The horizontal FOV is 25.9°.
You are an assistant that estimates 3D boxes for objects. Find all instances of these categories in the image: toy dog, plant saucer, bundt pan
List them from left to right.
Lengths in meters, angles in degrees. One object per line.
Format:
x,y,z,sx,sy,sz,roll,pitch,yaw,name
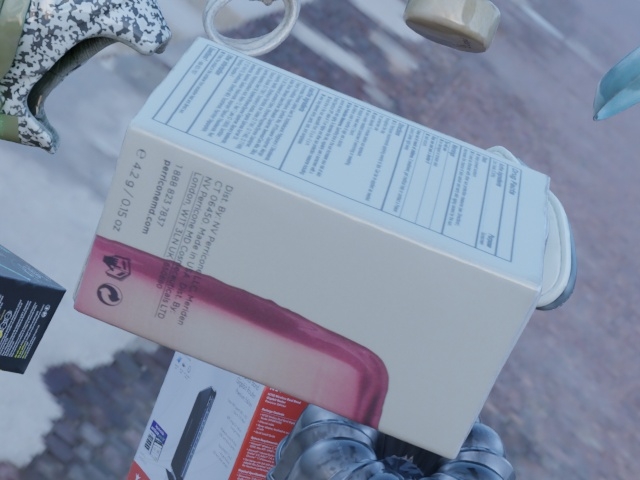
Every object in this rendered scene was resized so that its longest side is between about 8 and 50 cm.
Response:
0.037,-0.282,1.195,0.334,0.220,0.161,1,-11,8,toy dog
0.102,0.295,1.792,0.331,0.124,0.331,10,36,-7,bundt pan
0.239,-0.127,0.990,0.021,0.119,0.119,58,21,10,plant saucer

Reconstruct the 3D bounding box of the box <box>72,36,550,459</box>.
0.000,0.000,0.795,0.232,0.127,0.148,22,29,0,box

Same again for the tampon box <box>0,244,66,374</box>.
-0.362,0.055,1.379,0.120,0.101,0.161,30,6,34,tampon box

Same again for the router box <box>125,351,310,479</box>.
-0.160,0.300,2.084,0.082,0.301,0.335,19,4,-27,router box

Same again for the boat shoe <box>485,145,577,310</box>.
0.262,-0.007,1.716,0.099,0.116,0.319,40,17,-28,boat shoe

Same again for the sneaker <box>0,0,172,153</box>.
-0.302,-0.135,1.176,0.182,0.410,0.158,60,14,-2,sneaker
